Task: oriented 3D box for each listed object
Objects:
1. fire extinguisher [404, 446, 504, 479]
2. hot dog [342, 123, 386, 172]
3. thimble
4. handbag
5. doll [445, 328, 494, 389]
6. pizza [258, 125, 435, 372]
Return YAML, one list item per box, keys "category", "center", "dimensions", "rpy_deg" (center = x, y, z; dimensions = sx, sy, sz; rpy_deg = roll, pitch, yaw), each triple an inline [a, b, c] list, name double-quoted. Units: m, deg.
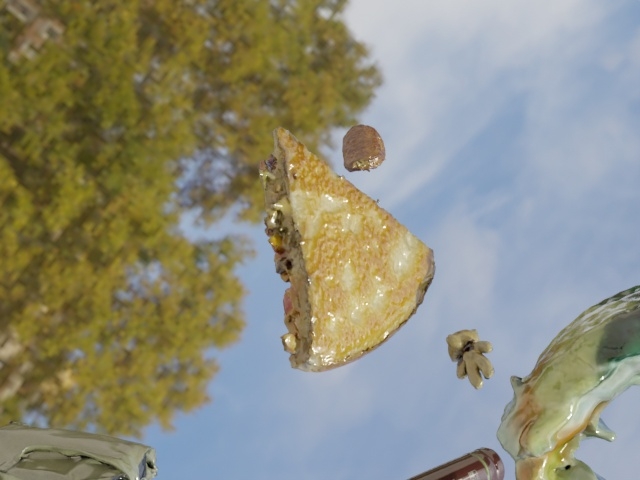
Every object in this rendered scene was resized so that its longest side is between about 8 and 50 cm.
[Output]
- category: "fire extinguisher"
  center: [0.109, 0.242, 1.319]
  dimensions: [0.043, 0.158, 0.064]
  rpy_deg: [38, -51, 38]
- category: "hot dog"
  center: [0.056, -0.118, 1.812]
  dimensions: [0.058, 0.035, 0.083]
  rpy_deg: [-13, -140, 8]
- category: "thimble"
  center: [0.292, 0.163, 1.128]
  dimensions: [0.167, 0.288, 0.254]
  rpy_deg: [-20, 110, -79]
- category: "handbag"
  center: [-0.369, 0.330, 1.771]
  dimensions: [0.253, 0.109, 0.316]
  rpy_deg: [4, -162, 16]
- category: "doll"
  center: [0.197, 0.150, 1.757]
  dimensions: [0.061, 0.051, 0.093]
  rpy_deg: [-48, -128, 13]
- category: "pizza"
  center: [0.000, 0.000, 1.129]
  dimensions: [0.062, 0.199, 0.188]
  rpy_deg: [-22, -173, 45]
